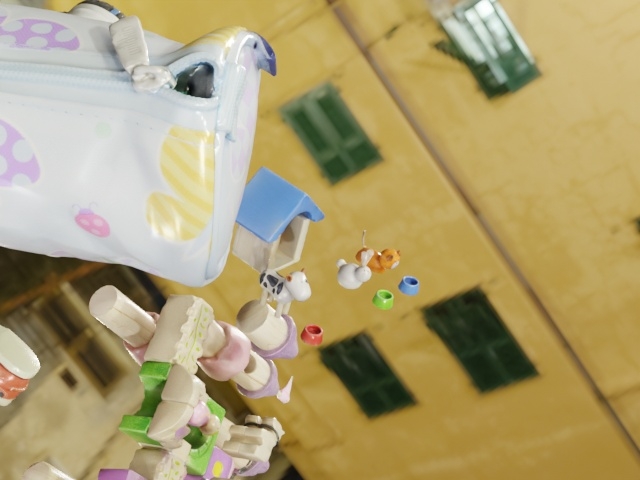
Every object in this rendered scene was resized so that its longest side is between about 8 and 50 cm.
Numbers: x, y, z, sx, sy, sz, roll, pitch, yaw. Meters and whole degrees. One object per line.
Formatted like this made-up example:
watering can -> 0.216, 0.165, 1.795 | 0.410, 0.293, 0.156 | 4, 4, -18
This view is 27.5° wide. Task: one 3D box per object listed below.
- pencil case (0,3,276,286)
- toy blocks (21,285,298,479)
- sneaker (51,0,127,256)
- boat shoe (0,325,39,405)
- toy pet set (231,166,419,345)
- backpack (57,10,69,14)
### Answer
pencil case -> -0.160, -0.053, 0.560 | 0.273, 0.113, 0.124 | 8, 172, 4
toy blocks -> -0.118, 0.231, 1.483 | 0.309, 0.260, 0.288 | 1, -120, 33
sneaker -> -0.191, -0.070, 0.940 | 0.081, 0.080, 0.211 | -50, 161, -51
boat shoe -> -0.278, 0.069, 1.024 | 0.043, 0.137, 0.049 | -47, 174, 23
toy pet set -> 0.000, 0.000, 0.907 | 0.122, 0.114, 0.065 | -25, 140, -46
backpack -> -0.312, -0.201, 1.587 | 0.182, 0.115, 0.152 | 5, -135, 39
